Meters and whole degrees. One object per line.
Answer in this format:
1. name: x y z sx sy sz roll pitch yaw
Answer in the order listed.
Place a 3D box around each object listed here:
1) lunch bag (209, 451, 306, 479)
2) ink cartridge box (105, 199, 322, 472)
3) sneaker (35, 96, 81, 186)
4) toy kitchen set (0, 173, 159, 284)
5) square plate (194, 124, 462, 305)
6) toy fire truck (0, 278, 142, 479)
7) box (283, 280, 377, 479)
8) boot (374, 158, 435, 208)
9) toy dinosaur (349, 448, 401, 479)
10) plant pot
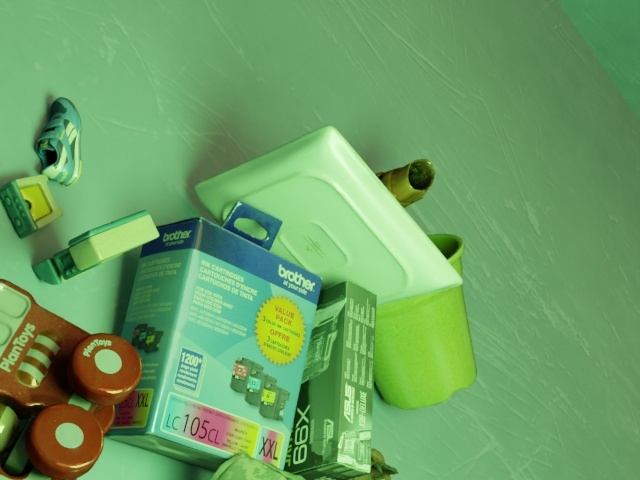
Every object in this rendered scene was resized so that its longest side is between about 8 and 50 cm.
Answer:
1. lunch bag: -0.080 0.459 1.766 0.169 0.235 0.287 33 80 -43
2. ink cartridge box: -0.158 0.141 1.948 0.270 0.151 0.395 27 64 -38
3. sneaker: -0.403 -0.156 1.944 0.059 0.053 0.144 11 63 -43
4. toy kitchen set: -0.367 -0.032 1.803 0.122 0.207 0.166 -27 93 -51
5. square plate: 0.000 0.000 2.049 0.347 0.344 0.049 49 47 -21
6. toy fire truck: -0.405 0.217 1.706 0.254 0.169 0.302 29 47 -6
7. box: -0.024 0.244 2.029 0.076 0.242 0.307 27 54 -36
8. boot: 0.082 -0.045 2.282 0.109 0.220 0.283 61 34 -10
9. toy dinosaur: 0.128 0.443 2.127 0.127 0.296 0.200 -26 90 -21
10. plant pot: 0.162 0.156 2.296 0.276 0.276 0.253 -36 112 -50
